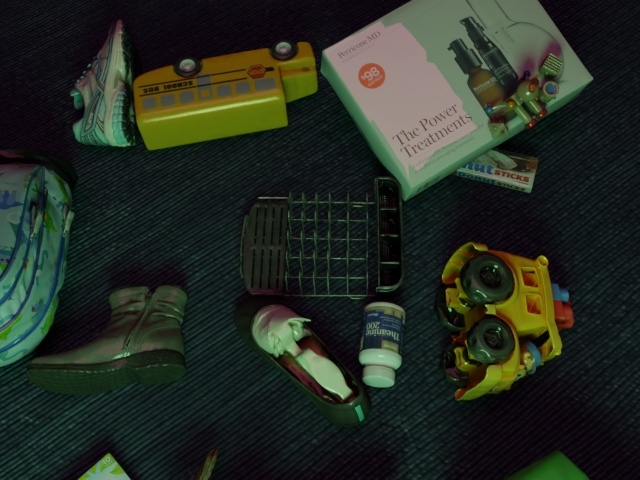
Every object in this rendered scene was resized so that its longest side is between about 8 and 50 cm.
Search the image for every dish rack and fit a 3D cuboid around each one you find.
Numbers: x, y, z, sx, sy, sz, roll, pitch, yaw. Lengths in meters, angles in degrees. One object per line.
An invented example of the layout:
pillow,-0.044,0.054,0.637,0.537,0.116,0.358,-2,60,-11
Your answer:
dish rack,0.000,0.000,1.263,0.271,0.074,0.208,0,60,3

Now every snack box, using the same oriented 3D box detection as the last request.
snack box,-0.325,0.390,1.080,0.141,0.037,0.100,-40,65,-18
snack box,0.293,-0.136,1.353,0.178,0.022,0.064,15,66,11

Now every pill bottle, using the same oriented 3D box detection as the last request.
pill bottle,0.094,0.161,1.172,0.067,0.067,0.120,5,61,5

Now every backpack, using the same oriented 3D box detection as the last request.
backpack,-0.540,0.024,1.195,0.289,0.273,0.356,-2,73,-6

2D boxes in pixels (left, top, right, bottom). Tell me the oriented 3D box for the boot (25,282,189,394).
boot,-0.329,0.150,1.201,0.246,0.083,0.161,-5,54,-7

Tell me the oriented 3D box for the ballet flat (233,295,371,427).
ballet flat,-0.028,0.166,1.158,0.280,0.096,0.095,39,70,21

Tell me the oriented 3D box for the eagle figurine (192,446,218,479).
eagle figurine,-0.058,0.393,0.959,0.298,0.225,0.226,17,63,12

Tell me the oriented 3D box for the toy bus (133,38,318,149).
toy bus,-0.168,-0.267,1.397,0.332,0.108,0.130,-11,61,-3

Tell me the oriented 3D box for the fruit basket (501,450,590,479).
fruit basket,0.260,0.474,0.866,0.391,0.283,0.392,6,50,-7

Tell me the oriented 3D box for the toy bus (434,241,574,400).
toy bus,0.294,0.129,1.153,0.211,0.149,0.220,7,62,-12

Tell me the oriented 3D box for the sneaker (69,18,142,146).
sneaker,-0.411,-0.302,1.430,0.122,0.110,0.283,-6,61,3

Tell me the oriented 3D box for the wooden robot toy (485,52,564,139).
wooden robot toy,0.344,-0.235,1.231,0.173,0.079,0.076,-44,87,-8

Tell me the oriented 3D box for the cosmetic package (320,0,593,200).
cosmetic package,0.232,-0.289,1.323,0.377,0.097,0.285,-31,80,-7
